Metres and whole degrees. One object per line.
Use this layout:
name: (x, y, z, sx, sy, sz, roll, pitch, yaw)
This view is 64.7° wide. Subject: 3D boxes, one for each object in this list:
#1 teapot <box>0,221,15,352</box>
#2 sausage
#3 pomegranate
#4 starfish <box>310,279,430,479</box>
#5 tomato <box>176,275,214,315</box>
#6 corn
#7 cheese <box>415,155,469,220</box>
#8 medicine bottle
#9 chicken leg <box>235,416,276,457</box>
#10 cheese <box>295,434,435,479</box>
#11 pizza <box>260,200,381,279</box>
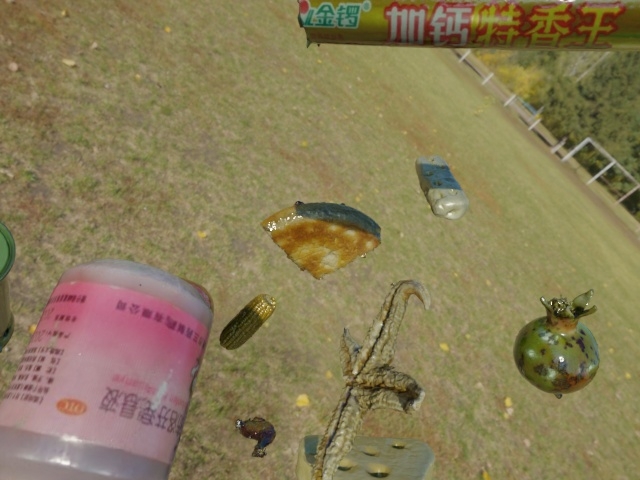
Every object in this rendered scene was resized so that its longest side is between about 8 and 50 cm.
teapot: (-0.742, 0.093, 1.009, 0.270, 0.337, 0.200, 41, 46, 6)
sausage: (0.166, -0.199, 0.434, 0.371, 0.082, 0.082, 7, 21, 14)
pomegranate: (0.442, 0.189, 0.916, 0.156, 0.220, 0.156, 7, 45, -7)
starfish: (0.104, 0.281, 0.960, 0.082, 0.324, 0.432, 35, 38, -15)
tomato: (-0.332, 0.180, 1.239, 0.139, 0.200, 0.233, -22, 70, -30)
corn: (-0.185, 0.207, 1.261, 0.068, 0.207, 0.068, 34, 29, -22)
cheese: (0.210, -0.099, 0.895, 0.065, 0.043, 0.194, 3, 33, -2)
medicine bottle: (-0.183, 0.147, 0.411, 0.147, 0.147, 0.247, 29, 57, -30)
chicken leg: (-0.185, 0.582, 1.508, 0.106, 0.051, 0.253, -2, 0, -20)
cheese: (0.098, 0.612, 1.311, 0.384, 0.104, 0.384, 6, 8, -1)
pizza: (0.000, 0.000, 1.323, 0.335, 0.226, 0.086, 2, 34, -20)
